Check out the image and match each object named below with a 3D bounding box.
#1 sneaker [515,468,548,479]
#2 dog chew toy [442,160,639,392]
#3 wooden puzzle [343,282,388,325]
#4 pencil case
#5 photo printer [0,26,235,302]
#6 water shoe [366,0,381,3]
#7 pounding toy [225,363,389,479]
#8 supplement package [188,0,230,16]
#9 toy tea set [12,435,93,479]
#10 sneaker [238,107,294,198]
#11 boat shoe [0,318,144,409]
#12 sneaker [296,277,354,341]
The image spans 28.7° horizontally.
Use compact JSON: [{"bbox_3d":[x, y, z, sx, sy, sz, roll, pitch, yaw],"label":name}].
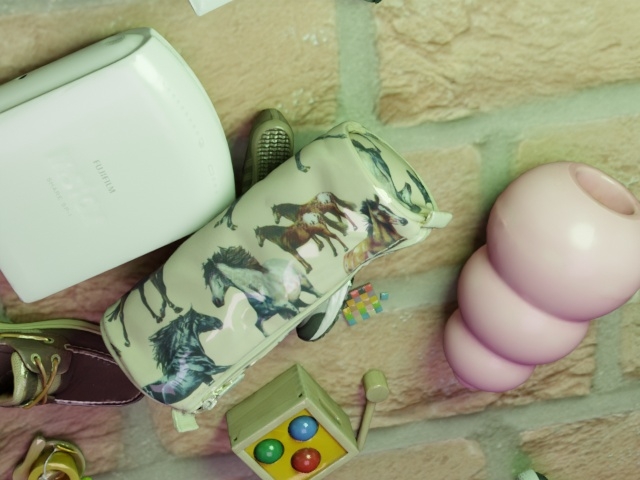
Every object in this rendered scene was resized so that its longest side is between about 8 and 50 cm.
[{"bbox_3d":[0.394,0.406,1.865,0.153,0.101,0.269,-29,126,5],"label":"sneaker"},{"bbox_3d":[0.271,0.063,1.596,0.206,0.207,0.332,19,121,-20],"label":"dog chew toy"},{"bbox_3d":[0.052,0.085,1.669,0.083,0.006,0.049,-24,120,3],"label":"wooden puzzle"},{"bbox_3d":[-0.054,0.036,1.443,0.410,0.160,0.183,-38,79,15],"label":"pencil case"},{"bbox_3d":[-0.264,-0.090,1.452,0.307,0.107,0.256,-23,121,2],"label":"photo printer"},{"bbox_3d":[0.077,-0.314,1.428,0.203,0.073,0.080,3,140,-8],"label":"water shoe"},{"bbox_3d":[0.009,0.261,1.708,0.206,0.094,0.181,-35,119,10],"label":"pounding toy"},{"bbox_3d":[-0.081,-0.362,1.281,0.194,0.203,0.149,-25,120,3],"label":"supplement package"},{"bbox_3d":[-0.477,0.340,1.640,0.336,0.124,0.200,19,114,-20],"label":"toy tea set"},{"bbox_3d":[-0.066,-0.071,1.522,0.066,0.071,0.188,8,120,-12],"label":"sneaker"},{"bbox_3d":[-0.375,0.166,1.564,0.342,0.123,0.123,16,115,-18],"label":"boat shoe"},{"bbox_3d":[0.000,0.000,1.570,0.108,0.100,0.272,11,113,-2],"label":"sneaker"}]
